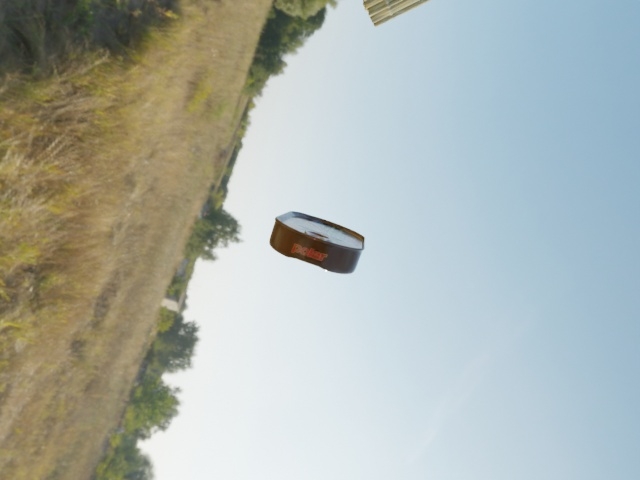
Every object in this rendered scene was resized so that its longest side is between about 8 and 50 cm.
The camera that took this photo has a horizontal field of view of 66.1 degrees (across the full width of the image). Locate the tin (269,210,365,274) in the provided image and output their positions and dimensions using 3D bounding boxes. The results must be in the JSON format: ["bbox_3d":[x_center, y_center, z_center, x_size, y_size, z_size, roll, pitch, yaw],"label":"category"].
[{"bbox_3d":[0.000,0.000,0.593,0.190,0.106,0.040,-47,152,-81],"label":"tin"}]

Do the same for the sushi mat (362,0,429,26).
[{"bbox_3d":[0.169,-0.350,0.512,0.316,0.151,0.019,-18,-129,23],"label":"sushi mat"}]
